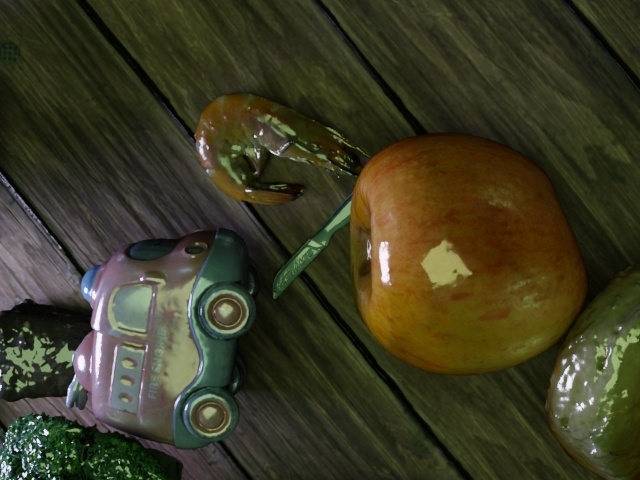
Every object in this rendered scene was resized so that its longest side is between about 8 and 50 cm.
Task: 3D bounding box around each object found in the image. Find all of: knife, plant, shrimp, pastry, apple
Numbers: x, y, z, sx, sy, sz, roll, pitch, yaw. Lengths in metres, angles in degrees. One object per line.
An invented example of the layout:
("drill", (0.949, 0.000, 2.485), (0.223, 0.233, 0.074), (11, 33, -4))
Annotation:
("knife", (0.000, 0.000, 1.555), (0.028, 0.015, 0.210), (43, 104, -5))
("plant", (-0.404, 0.153, 1.591), (0.194, 0.132, 0.129), (2, 96, 5))
("shrimp", (-0.051, -0.112, 1.525), (0.248, 0.068, 0.150), (14, 114, 13))
("pastry", (0.404, 0.152, 1.382), (0.136, 0.329, 0.330), (28, 106, 45))
("apple", (0.178, 0.018, 1.395), (0.275, 0.299, 0.299), (-5, 98, -4))

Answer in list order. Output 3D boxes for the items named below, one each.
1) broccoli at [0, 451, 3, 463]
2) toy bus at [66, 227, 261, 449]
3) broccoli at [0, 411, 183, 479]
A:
("broccoli", (-0.516, 0.389, 1.668), (0.274, 0.177, 0.198), (7, 138, 37))
("toy bus", (-0.204, 0.121, 1.499), (0.231, 0.197, 0.294), (9, 102, -2))
("broccoli", (-0.293, 0.360, 1.482), (0.308, 0.275, 0.308), (1, 92, 31))
